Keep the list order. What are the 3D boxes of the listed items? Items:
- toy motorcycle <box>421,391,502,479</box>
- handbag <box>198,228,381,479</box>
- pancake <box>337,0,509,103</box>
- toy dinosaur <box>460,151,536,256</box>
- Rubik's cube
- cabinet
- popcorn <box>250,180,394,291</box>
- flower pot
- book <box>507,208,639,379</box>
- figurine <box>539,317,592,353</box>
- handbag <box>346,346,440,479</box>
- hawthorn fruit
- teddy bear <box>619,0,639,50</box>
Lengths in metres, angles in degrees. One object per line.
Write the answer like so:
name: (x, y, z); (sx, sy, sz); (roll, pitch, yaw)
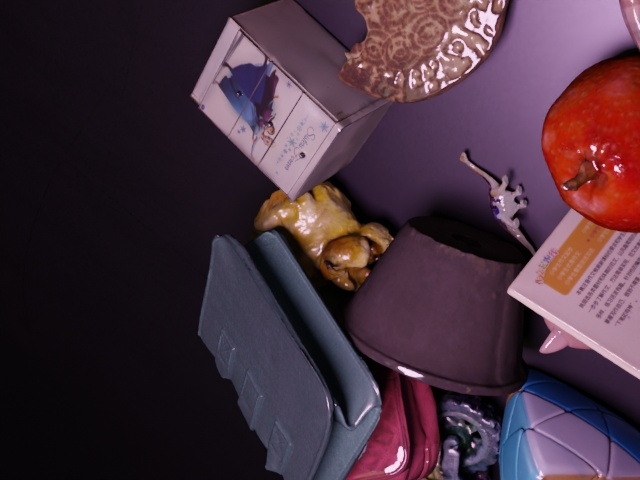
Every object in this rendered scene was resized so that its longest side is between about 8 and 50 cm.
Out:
toy motorcycle: (0.160, 0.402, 1.320); (0.237, 0.169, 0.410); (13, 116, 23)
handbag: (-0.054, 0.161, 1.114); (0.326, 0.089, 0.238); (54, 140, 35)
pancake: (0.092, -0.312, 1.010); (0.288, 0.033, 0.286); (38, 121, 13)
toy dinosaur: (0.242, -0.043, 1.085); (0.180, 0.037, 0.058); (63, 157, 0)
Rubik's cube: (0.291, 0.266, 1.098); (0.254, 0.254, 0.254); (18, 125, 28)
cabinet: (-0.040, -0.192, 1.130); (0.206, 0.150, 0.145); (45, 133, 8)
popcorn: (-0.007, 0.007, 1.209); (0.195, 0.173, 0.168); (40, 93, 26)
flower pot: (0.165, 0.069, 1.094); (0.269, 0.269, 0.166); (24, 104, 24)
book: (0.384, 0.064, 0.919); (0.295, 0.208, 0.020); (35, 156, 21)
figurine: (0.322, 0.070, 1.021); (0.125, 0.138, 0.125); (22, 126, 33)
handbag: (0.075, 0.232, 1.177); (0.146, 0.135, 0.225); (-19, 69, 27)
hawthorn fruit: (0.309, -0.091, 0.874); (0.196, 0.225, 0.196); (21, 124, 36)
teddy bear: (0.360, -0.352, 0.628); (0.375, 0.327, 0.362); (138, 124, -66)
